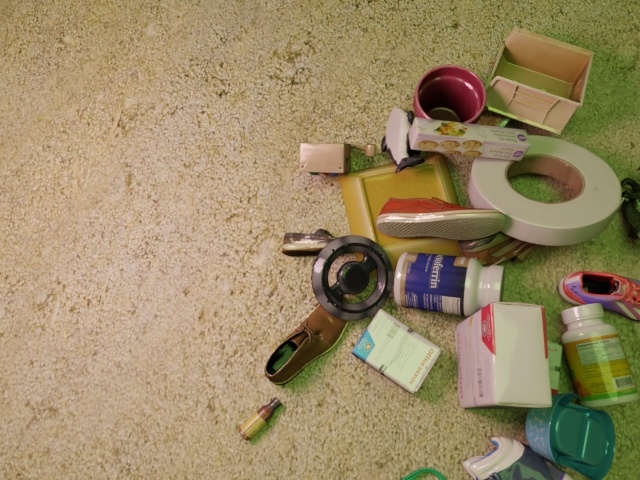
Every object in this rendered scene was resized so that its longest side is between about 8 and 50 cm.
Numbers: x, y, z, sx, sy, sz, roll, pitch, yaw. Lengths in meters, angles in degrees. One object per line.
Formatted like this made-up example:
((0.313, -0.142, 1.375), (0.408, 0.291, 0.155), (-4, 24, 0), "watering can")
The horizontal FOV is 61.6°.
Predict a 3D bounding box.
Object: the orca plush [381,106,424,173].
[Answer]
((0.265, -0.285, 1.565), (0.102, 0.287, 0.151), (22, 116, -20), "orca plush")

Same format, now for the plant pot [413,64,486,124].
((0.366, -0.379, 1.575), (0.201, 0.180, 0.201), (-1, 73, 2), "plant pot")

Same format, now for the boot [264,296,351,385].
((-0.028, 0.258, 1.426), (0.112, 0.115, 0.305), (41, 76, 18), "boot")

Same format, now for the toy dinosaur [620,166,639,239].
((0.928, -0.115, 1.520), (0.160, 0.121, 0.313), (42, 74, 1), "toy dinosaur")

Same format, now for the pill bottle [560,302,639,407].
((0.701, 0.291, 1.372), (0.136, 0.136, 0.245), (-9, 72, 0), "pill bottle")

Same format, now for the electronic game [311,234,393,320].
((0.087, 0.099, 1.437), (0.229, 0.048, 0.229), (0, 89, -15), "electronic game")

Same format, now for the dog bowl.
((0.594, 0.461, 1.277), (0.297, 0.074, 0.166), (30, 70, -30), "dog bowl")

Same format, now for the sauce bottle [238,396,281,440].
((-0.156, 0.464, 1.403), (0.128, 0.042, 0.042), (-40, 75, -10), "sauce bottle")

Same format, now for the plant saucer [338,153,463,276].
((0.245, -0.090, 1.542), (0.333, 0.081, 0.332), (-11, 72, -2), "plant saucer")

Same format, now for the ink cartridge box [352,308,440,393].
((0.198, 0.294, 1.421), (0.191, 0.082, 0.139), (33, 77, 10), "ink cartridge box")

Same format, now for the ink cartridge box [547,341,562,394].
((0.558, 0.338, 1.401), (0.109, 0.063, 0.150), (12, 73, 6), "ink cartridge box")

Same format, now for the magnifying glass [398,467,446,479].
((0.203, 0.623, 1.349), (0.231, 0.026, 0.092), (-2, 73, 0), "magnifying glass")

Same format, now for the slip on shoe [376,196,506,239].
((0.312, -0.068, 1.409), (0.331, 0.123, 0.101), (2, 61, 22), "slip on shoe")

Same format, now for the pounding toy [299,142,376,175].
((0.060, -0.238, 1.574), (0.206, 0.181, 0.094), (3, 101, 11), "pounding toy")

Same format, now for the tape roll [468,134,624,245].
((0.606, -0.147, 1.469), (0.392, 0.072, 0.392), (-1, 47, 1), "tape roll")

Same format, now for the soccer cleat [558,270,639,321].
((0.810, 0.143, 1.424), (0.318, 0.116, 0.108), (11, 73, 6), "soccer cleat")

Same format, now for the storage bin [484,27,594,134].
((0.636, -0.478, 1.588), (0.260, 0.123, 0.262), (23, 57, 9), "storage bin")

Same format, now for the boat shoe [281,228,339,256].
((0.000, 0.000, 1.522), (0.224, 0.080, 0.073), (-4, 73, 8), "boat shoe")

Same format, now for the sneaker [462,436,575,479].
((0.433, 0.641, 1.295), (0.236, 0.130, 0.322), (28, 86, 27), "sneaker")

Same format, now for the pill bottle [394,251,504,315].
((0.337, 0.115, 1.402), (0.265, 0.153, 0.153), (5, 72, 22), "pill bottle")

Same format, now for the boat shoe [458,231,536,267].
((0.530, 0.000, 1.493), (0.324, 0.122, 0.120), (-19, 106, -14), "boat shoe")

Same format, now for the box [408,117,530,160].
((0.403, -0.274, 1.458), (0.324, 0.067, 0.063), (5, 56, -10), "box")

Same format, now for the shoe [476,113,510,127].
((0.522, -0.364, 1.625), (0.081, 0.063, 0.178), (38, 81, 10), "shoe")

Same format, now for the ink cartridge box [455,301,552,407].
((0.428, 0.288, 1.295), (0.131, 0.306, 0.226), (2, 72, 1), "ink cartridge box")
